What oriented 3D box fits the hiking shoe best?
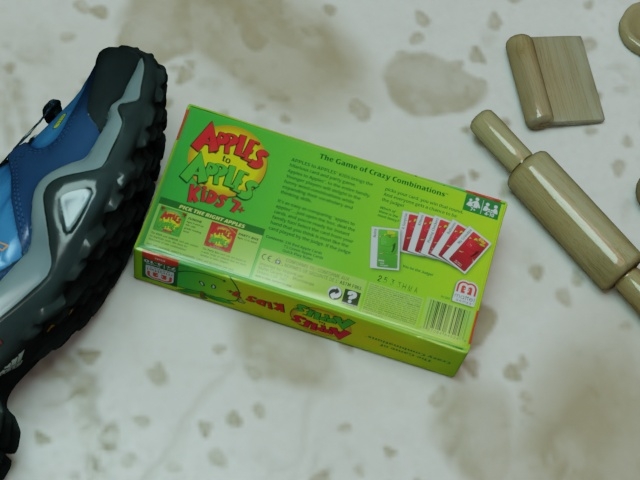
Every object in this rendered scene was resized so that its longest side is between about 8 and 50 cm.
[{"bbox_3d":[-0.179,0.012,0.721,0.132,0.113,0.304,26,66,4],"label":"hiking shoe"}]

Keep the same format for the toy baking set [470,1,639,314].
[{"bbox_3d":[0.215,-0.041,0.837,0.197,0.030,0.256,-31,73,-18],"label":"toy baking set"}]

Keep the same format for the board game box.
[{"bbox_3d":[0.000,0.000,0.786,0.181,0.043,0.092,17,65,1],"label":"board game box"}]
